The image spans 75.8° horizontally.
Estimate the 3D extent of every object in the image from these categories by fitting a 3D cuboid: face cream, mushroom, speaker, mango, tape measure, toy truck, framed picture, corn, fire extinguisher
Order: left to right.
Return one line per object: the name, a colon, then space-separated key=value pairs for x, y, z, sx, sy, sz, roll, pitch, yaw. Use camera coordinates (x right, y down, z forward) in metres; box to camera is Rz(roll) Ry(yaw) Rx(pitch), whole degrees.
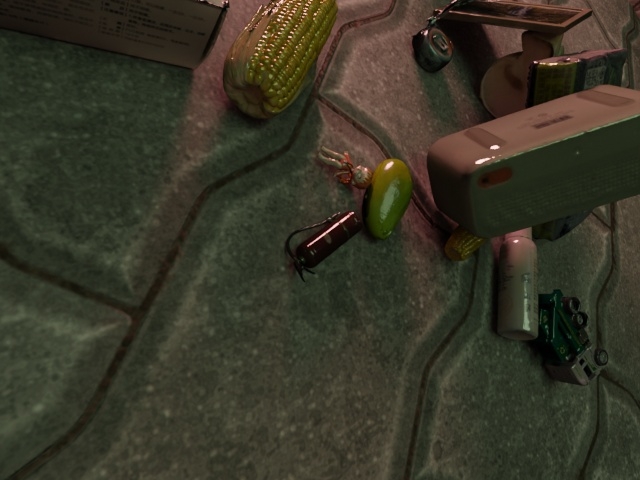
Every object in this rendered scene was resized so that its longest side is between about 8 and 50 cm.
corn: x=-0.061 y=-0.335 z=0.703 sx=0.123 sy=0.122 sz=0.305 roll=22 pitch=59 yaw=5
fire extinguisher: x=0.000 y=0.000 z=0.680 sx=0.078 sy=0.045 sz=0.157 roll=40 pitch=54 yaw=17
mango: x=0.128 y=-0.078 z=0.764 sx=0.091 sy=0.074 sz=0.165 roll=26 pitch=63 yaw=-26
tape measure: x=0.304 y=-0.482 z=0.948 sx=0.107 sy=0.179 sz=0.104 roll=55 pitch=39 yaw=-6
corn: x=0.335 y=-0.024 z=0.886 sx=0.206 sy=0.067 sz=0.067 roll=-38 pitch=97 yaw=-32
framed picture: x=0.484 y=-0.577 z=1.044 sx=0.240 sy=0.324 sz=0.021 roll=-35 pitch=139 yaw=-35
face cream: x=0.438 y=0.080 z=0.914 sx=0.081 sy=0.082 sz=0.269 roll=25 pitch=63 yaw=-25
mushroom: x=0.520 y=-0.429 z=1.064 sx=0.173 sy=0.162 sz=0.236 roll=-47 pitch=145 yaw=-37
speaker: x=0.428 y=-0.148 z=0.772 sx=0.405 sy=0.184 sz=0.184 roll=-18 pitch=115 yaw=3
toy truck: x=0.529 y=0.220 z=0.919 sx=0.116 sy=0.110 sz=0.216 roll=-35 pitch=97 yaw=-22

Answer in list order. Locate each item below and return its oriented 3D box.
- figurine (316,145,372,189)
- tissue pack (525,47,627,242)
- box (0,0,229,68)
figurine: x=0.044 y=-0.132 z=0.745 sx=0.109 sy=0.047 sz=0.064 roll=30 pitch=68 yaw=-9
tissue pack: x=0.590 y=-0.230 z=0.977 sx=0.287 sy=0.124 sz=0.395 roll=-25 pitch=120 yaw=-34
box: x=-0.296 y=-0.368 z=0.534 sx=0.332 sy=0.145 sz=0.173 roll=-1 pitch=78 yaw=-32
